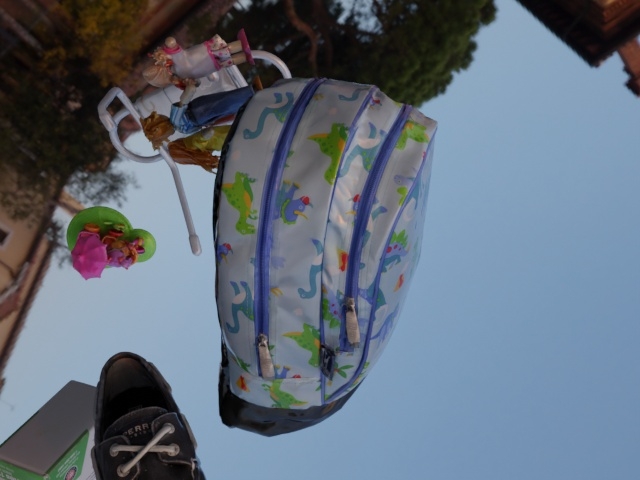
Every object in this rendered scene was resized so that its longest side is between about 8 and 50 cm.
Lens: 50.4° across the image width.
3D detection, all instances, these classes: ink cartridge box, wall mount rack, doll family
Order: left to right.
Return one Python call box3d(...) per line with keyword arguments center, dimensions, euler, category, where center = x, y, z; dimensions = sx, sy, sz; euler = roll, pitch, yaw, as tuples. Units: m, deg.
box3d(center=(-0.323, 0.314, 0.880), dimensions=(0.086, 0.209, 0.153), euler=(12, -151, 16), category="ink cartridge box")
box3d(center=(-0.189, -0.151, 1.129), dimensions=(0.349, 0.304, 0.131), euler=(-19, -147, 20), category="wall mount rack")
box3d(center=(-0.150, -0.164, 0.908), dimensions=(0.163, 0.119, 0.263), euler=(-18, 168, -1), category="doll family")

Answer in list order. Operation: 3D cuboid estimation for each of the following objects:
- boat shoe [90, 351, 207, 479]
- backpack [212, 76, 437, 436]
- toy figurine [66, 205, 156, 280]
box3d(center=(-0.162, 0.207, 0.642), dimensions=(0.108, 0.102, 0.301), euler=(-15, -152, -14), category="boat shoe")
box3d(center=(0.000, 0.000, 0.734), dimensions=(0.273, 0.356, 0.290), euler=(3, -149, 26), category="backpack")
box3d(center=(-0.398, 0.024, 1.275), dimensions=(0.159, 0.173, 0.130), euler=(-120, -134, -68), category="toy figurine")
